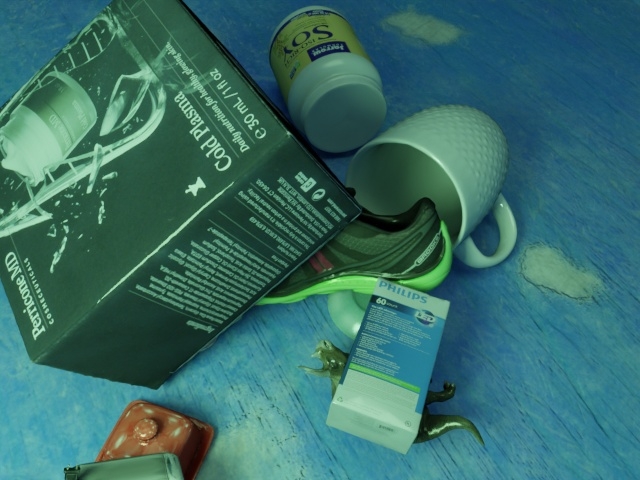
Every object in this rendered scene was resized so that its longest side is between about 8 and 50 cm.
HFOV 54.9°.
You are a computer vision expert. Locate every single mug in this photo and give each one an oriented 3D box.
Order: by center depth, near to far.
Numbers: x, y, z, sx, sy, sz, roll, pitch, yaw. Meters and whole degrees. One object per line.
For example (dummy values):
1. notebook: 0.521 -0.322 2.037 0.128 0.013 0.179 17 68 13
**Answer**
1. mug: 0.285 -0.110 1.326 0.374 0.276 0.328 53 49 -2

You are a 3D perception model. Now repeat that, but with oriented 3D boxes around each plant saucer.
1. plant saucer: 0.112 0.118 1.225 0.194 0.037 0.195 3 47 -4

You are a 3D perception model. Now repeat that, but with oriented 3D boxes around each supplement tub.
1. supplement tub: 0.015 -0.403 1.544 0.241 0.241 0.331 -9 49 -14

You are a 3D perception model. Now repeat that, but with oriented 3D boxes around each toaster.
1. toaster: -0.258 0.383 0.831 0.146 0.227 0.129 -6 13 -20

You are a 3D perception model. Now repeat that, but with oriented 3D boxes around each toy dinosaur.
1. toy dinosaur: 0.126 0.274 1.056 0.313 0.121 0.160 38 66 19

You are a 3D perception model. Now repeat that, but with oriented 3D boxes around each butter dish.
1. butter dish: -0.263 0.313 0.948 0.159 0.118 0.160 17 48 8

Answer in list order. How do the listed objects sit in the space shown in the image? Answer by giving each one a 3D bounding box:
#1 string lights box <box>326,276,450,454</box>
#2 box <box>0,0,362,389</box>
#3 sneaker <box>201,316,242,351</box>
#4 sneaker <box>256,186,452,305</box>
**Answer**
1. string lights box: 0.115 0.192 0.996 0.133 0.077 0.260 19 48 8
2. box: -0.278 -0.099 1.032 0.472 0.297 0.480 -42 59 6
3. sneaker: -0.196 0.146 1.140 0.051 0.070 0.134 38 55 20
4. sneaker: 0.000 0.000 1.161 0.482 0.202 0.185 -5 18 1
